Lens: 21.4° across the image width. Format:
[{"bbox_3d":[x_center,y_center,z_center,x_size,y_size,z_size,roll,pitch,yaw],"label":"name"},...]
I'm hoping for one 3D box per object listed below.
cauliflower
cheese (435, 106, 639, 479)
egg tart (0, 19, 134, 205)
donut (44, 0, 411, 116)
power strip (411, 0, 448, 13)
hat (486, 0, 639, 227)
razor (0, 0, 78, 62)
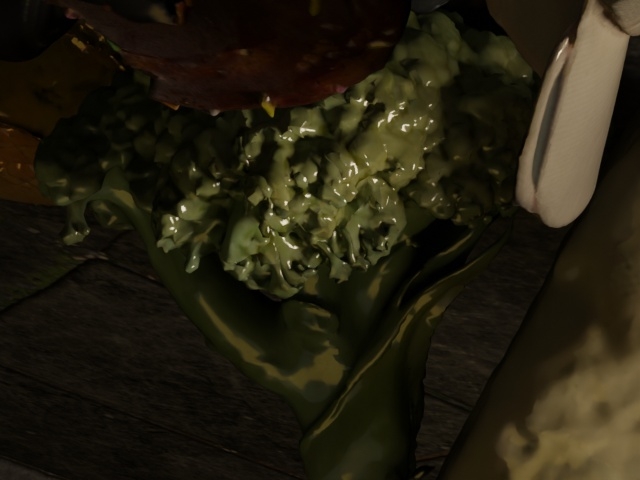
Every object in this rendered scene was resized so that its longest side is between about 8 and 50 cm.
[{"bbox_3d":[0.001,-0.022,0.972,0.327,0.260,0.281,5,127,-3],"label":"cauliflower"},{"bbox_3d":[0.171,0.053,0.943,0.115,0.318,0.326,29,150,6],"label":"cheese"},{"bbox_3d":[-0.206,-0.103,1.115,0.288,0.118,0.288,10,162,3],"label":"egg tart"},{"bbox_3d":[-0.065,-0.147,0.735,0.230,0.096,0.216,24,156,-22],"label":"donut"},{"bbox_3d":[-0.015,-0.196,0.806,0.256,0.070,0.105,25,159,-21],"label":"power strip"},{"bbox_3d":[0.129,-0.123,0.670,0.164,0.219,0.226,-18,133,10],"label":"hat"},{"bbox_3d":[-0.290,-0.207,0.893,0.349,0.113,0.204,18,162,5],"label":"razor"}]
